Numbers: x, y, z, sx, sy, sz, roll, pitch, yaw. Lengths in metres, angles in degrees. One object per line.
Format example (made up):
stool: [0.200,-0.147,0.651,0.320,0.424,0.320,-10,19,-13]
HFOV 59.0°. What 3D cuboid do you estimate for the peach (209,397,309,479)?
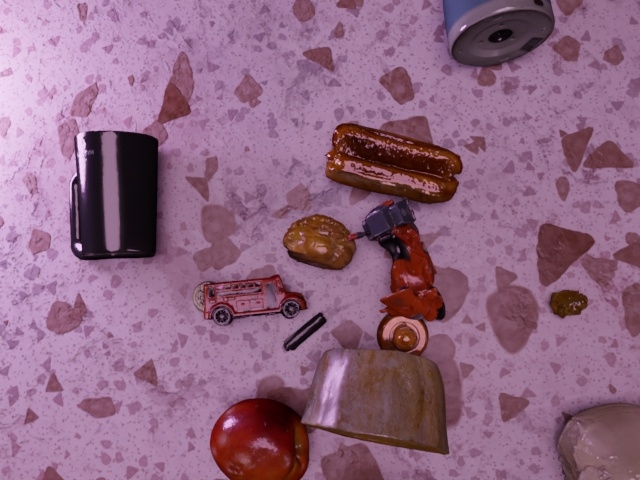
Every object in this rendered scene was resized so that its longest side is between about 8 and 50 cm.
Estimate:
peach: [-0.145,0.489,1.351,0.243,0.199,0.243,10,124,16]

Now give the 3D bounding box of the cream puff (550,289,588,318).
cream puff: [0.618,0.158,1.406,0.083,0.083,0.058,-41,128,-12]

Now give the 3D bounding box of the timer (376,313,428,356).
timer: [0.205,0.236,1.372,0.132,0.152,0.132,0,84,3]

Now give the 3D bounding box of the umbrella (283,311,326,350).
umbrella: [-0.039,0.236,1.449,0.133,0.031,0.036,-39,82,0]

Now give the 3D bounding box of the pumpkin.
pumpkin: [0.138,0.361,1.292,0.332,0.332,0.199,14,70,5]

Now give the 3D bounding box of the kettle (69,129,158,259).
kettle: [-0.543,-0.106,1.434,0.262,0.203,0.308,-2,87,1]

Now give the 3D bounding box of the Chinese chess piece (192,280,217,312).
Chinese chess piece: [-0.291,0.147,1.472,0.084,0.034,0.084,0,85,4]

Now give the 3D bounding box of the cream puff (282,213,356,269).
cream puff: [0.000,0.000,1.405,0.189,0.189,0.129,18,81,5]

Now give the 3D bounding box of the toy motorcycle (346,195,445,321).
toy motorcycle: [0.198,0.057,1.370,0.147,0.221,0.326,-29,80,36]

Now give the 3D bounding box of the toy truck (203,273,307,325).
toy truck: [-0.163,0.148,1.412,0.252,0.107,0.114,-6,81,-6]

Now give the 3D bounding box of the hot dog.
hot dog: [0.182,-0.191,1.436,0.348,0.117,0.158,13,88,2]

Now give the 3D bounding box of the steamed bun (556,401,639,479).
steamed bun: [0.724,0.544,1.271,0.311,0.233,0.334,-17,85,3]

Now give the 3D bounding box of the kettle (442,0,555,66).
kettle: [0.453,-0.648,1.428,0.319,0.247,0.342,1,74,-27]
